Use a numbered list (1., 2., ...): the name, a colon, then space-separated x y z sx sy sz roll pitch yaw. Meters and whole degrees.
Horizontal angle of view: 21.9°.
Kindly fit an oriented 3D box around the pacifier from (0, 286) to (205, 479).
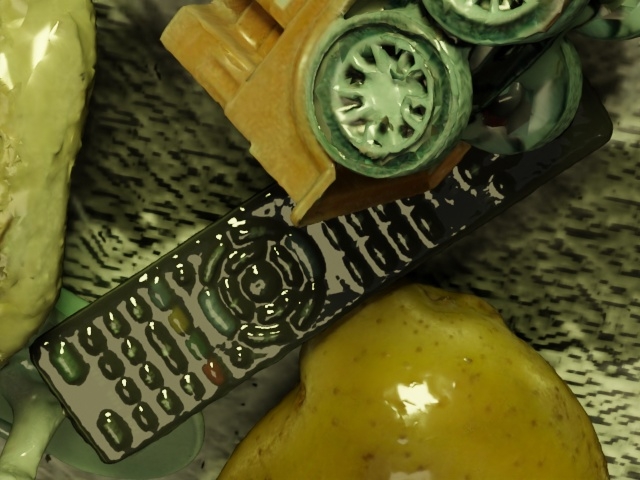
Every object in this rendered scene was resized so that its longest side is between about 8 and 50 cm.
1. pacifier: -0.129 0.077 0.699 0.150 0.116 0.127 34 141 -16

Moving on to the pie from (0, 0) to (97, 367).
1. pie: -0.244 -0.053 0.628 0.339 0.077 0.339 5 106 17

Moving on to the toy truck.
1. toy truck: 0.070 -0.177 0.526 0.184 0.133 0.338 45 114 13

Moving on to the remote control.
1. remote control: 0.000 0.000 0.649 0.245 0.025 0.063 -33 96 -1

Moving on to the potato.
1. potato: 0.026 0.193 0.732 0.195 0.176 0.369 27 115 36
